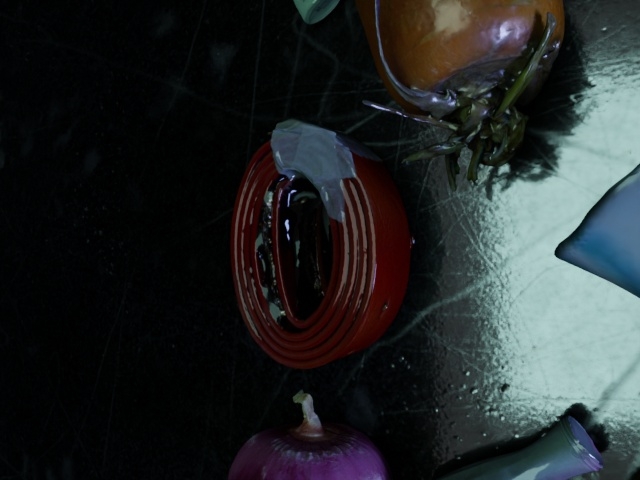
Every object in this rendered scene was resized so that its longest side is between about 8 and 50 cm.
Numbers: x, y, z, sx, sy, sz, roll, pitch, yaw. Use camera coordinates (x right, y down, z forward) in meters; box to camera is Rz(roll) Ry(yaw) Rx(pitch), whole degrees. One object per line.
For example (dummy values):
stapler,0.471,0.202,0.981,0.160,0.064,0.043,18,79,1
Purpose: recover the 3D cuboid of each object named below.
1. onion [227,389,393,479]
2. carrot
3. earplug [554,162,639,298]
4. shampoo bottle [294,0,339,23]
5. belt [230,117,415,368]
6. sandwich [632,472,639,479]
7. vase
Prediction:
onion,-0.021,0.321,0.662,0.208,0.201,0.200,30,105,24
carrot,0.141,-0.232,0.543,0.193,0.214,0.330,-24,80,33
earplug,0.380,0.051,0.411,0.324,0.185,0.185,45,113,19
shampoo bottle,-0.035,-0.407,0.759,0.069,0.041,0.190,-38,69,33
belt,0.000,0.000,0.690,0.228,0.115,0.323,2,92,31
sandwich,0.329,0.283,0.502,0.101,0.070,0.026,60,162,22
vase,0.201,0.272,0.574,0.214,0.086,0.086,-42,67,21
